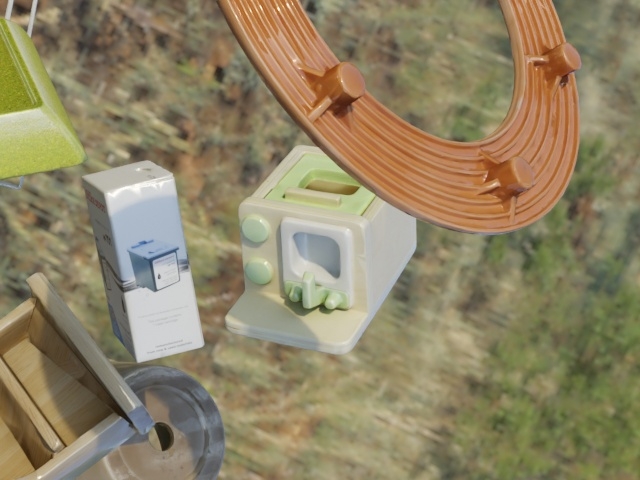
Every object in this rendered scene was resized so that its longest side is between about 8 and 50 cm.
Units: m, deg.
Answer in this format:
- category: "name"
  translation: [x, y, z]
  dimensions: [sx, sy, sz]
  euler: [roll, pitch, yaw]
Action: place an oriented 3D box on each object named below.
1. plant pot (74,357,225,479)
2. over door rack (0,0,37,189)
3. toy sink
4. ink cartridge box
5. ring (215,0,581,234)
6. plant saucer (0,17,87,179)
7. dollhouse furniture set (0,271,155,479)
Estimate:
- category: "plant pot"
  translation: [-0.282, 0.289, 1.831]
  dimensions: [0.280, 0.323, 0.323]
  euler: [-28, -157, 51]
- category: "over door rack"
  translation: [-0.409, -0.238, 1.689]
  dimensions: [0.239, 0.108, 0.324]
  euler: [-107, -162, -78]
- category: "toy sink"
  translation: [0.000, 0.000, 1.508]
  dimensions: [0.234, 0.152, 0.131]
  euler: [-52, 145, -51]
- category: "ink cartridge box"
  translation: [-0.194, 0.020, 1.468]
  dimensions: [0.139, 0.082, 0.191]
  euler: [-153, -129, -68]
- category: "ring"
  translation: [0.055, -0.162, 0.814]
  dimensions: [0.032, 0.337, 0.336]
  euler: [-29, -165, 39]
- category: "plant saucer"
  translation: [-0.308, -0.121, 1.105]
  dimensions: [0.188, 0.188, 0.045]
  euler: [-13, 138, -22]
- category: "dollhouse furniture set"
  translation: [-0.318, 0.108, 1.070]
  dimensions: [0.256, 0.362, 0.394]
  euler: [-37, 157, -11]
